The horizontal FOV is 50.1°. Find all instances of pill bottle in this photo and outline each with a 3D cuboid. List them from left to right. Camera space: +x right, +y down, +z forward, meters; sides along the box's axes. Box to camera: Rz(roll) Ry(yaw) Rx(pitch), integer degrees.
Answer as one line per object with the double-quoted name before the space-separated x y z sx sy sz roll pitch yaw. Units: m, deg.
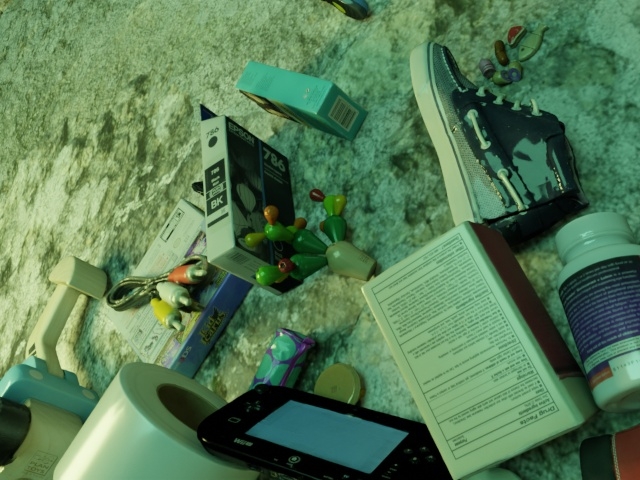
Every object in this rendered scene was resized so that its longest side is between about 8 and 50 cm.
"pill bottle" 0.312 0.071 0.714 0.108 0.108 0.193 -27 53 28

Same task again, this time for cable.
"cable" -0.282 0.072 1.171 0.287 0.072 0.139 7 68 43

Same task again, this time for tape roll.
"tape roll" -0.219 0.307 0.957 0.246 0.246 0.169 36 94 45

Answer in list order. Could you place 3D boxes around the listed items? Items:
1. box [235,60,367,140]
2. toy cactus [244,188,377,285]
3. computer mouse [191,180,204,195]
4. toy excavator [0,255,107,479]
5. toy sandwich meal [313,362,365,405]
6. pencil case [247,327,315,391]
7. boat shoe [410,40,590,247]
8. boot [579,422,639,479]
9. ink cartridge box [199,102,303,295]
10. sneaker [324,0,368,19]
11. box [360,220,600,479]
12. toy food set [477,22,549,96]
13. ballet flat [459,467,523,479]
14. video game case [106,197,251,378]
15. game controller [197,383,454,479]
"box" -0.039 -0.246 1.193 0.244 0.100 0.060 28 88 46
"toy cactus" 0.000 0.000 1.016 0.181 0.219 0.112 24 126 18
"computer mouse" -0.185 -0.062 1.246 0.242 0.071 0.041 -140 41 -58
"toy excavator" -0.545 0.280 1.303 0.433 0.222 0.445 -54 36 4
"toy sandwich meal" 0.025 0.212 0.949 0.086 0.029 0.085 -19 55 30
"pencil case" -0.064 0.204 1.003 0.070 0.065 0.151 13 77 60
"boat shoe" 0.233 -0.150 0.903 0.158 0.127 0.340 -24 63 25
"boot" 0.332 0.273 0.611 0.176 0.088 0.244 -34 42 24
"ink cartridge box" -0.118 -0.085 1.132 0.065 0.165 0.332 -30 53 26
"sneaker" 0.037 -0.478 1.273 0.082 0.069 0.209 -47 45 7
"box" 0.175 0.116 0.751 0.149 0.127 0.232 -34 68 24
"toy food set" 0.269 -0.267 0.992 0.078 0.019 0.122 26 86 45
"ballet flat" 0.075 0.405 0.730 0.400 0.139 0.139 -51 45 8
"video game case" -0.247 0.089 1.225 0.244 0.061 0.269 35 92 46
"game controller" 0.007 0.245 0.829 0.319 0.166 0.067 6 98 32
